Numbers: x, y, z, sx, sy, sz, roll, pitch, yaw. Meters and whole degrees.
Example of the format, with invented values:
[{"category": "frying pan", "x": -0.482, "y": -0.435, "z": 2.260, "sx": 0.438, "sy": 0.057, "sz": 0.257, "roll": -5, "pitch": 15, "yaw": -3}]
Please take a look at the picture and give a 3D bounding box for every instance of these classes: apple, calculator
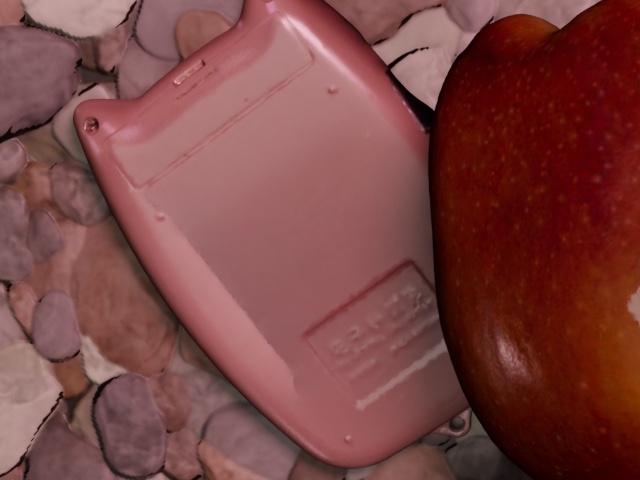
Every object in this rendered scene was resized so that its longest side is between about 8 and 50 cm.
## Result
[{"category": "apple", "x": 0.200, "y": 0.011, "z": 1.069, "sx": 0.288, "sy": 0.288, "sz": 0.317, "roll": -17, "pitch": 86, "yaw": 6}, {"category": "calculator", "x": 0.000, "y": 0.000, "z": 1.192, "sx": 0.220, "sy": 0.048, "sz": 0.330, "roll": -37, "pitch": 99, "yaw": 7}]
